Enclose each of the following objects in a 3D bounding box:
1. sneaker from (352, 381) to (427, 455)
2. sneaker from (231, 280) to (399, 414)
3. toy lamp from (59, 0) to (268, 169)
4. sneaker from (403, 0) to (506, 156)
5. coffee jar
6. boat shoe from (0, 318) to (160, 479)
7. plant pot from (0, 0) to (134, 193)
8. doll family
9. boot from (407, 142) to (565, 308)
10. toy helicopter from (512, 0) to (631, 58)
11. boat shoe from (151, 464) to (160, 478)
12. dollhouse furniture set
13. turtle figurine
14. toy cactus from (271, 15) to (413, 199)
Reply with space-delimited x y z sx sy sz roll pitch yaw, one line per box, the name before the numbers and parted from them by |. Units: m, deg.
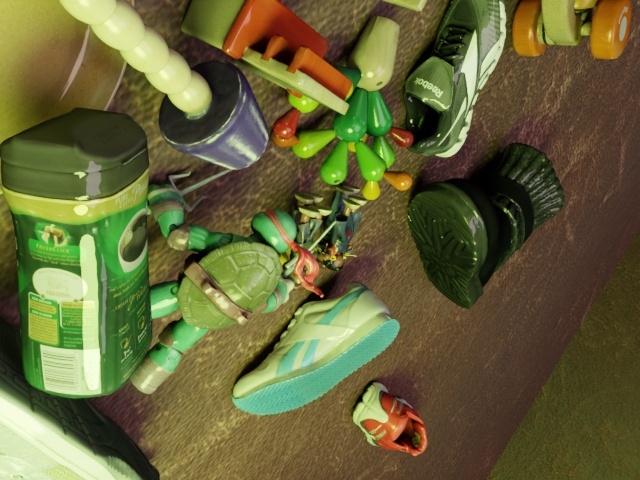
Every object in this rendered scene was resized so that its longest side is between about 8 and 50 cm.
sneaker | 0.146 0.354 1.186 0.107 0.118 0.279 -54 148 -7
sneaker | -0.015 0.141 0.830 0.229 0.092 0.087 -30 144 -8
toy lamp | -0.119 -0.128 0.412 0.080 0.080 0.275 -56 145 -6
sneaker | 0.156 -0.203 0.783 0.106 0.078 0.234 -22 135 -47
coffee jar | -0.160 0.007 0.436 0.096 0.079 0.184 -72 169 -65
boat shoe | -0.228 0.173 0.519 0.103 0.118 0.320 -35 140 -13
plant pot | -0.218 -0.133 0.371 0.236 0.032 0.236 -33 140 -34
doll family | 0.000 0.000 0.741 0.193 0.076 0.111 -14 122 -52
boot | 0.270 -0.059 1.001 0.260 0.131 0.348 -45 157 -9
toy helicopter | 0.382 -0.435 0.895 0.355 0.140 0.235 -56 140 -25
boat shoe | -0.207 0.236 0.677 0.038 0.046 0.125 -51 139 -4
dollhouse furniture set | 0.012 -0.244 0.497 0.262 0.135 0.259 16 102 -57
turtle figurine | -0.097 0.028 0.567 0.234 0.118 0.175 -39 114 -1
toy cactus | 0.044 -0.144 0.673 0.219 0.112 0.180 19 90 -49
